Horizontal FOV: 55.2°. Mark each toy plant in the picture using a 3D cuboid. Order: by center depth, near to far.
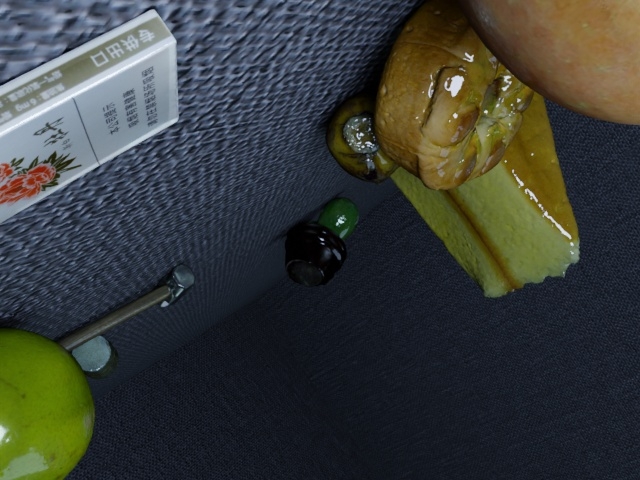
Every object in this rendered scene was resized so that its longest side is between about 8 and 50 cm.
[{"bbox_3d":[0.000,0.000,1.677,0.218,0.175,0.235,-29,-150,47],"label":"toy plant"}]

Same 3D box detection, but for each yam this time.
[{"bbox_3d":[-0.423,0.220,1.152,0.078,0.078,0.179,-34,174,-20],"label":"yam"}]

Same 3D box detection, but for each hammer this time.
[{"bbox_3d":[-0.372,0.145,1.008,0.365,0.043,0.111,-30,175,-39],"label":"hammer"}]

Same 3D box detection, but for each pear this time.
[{"bbox_3d":[-0.330,0.182,0.648,0.187,0.187,0.219,-36,170,4],"label":"pear"}]

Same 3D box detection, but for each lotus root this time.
[{"bbox_3d":[0.071,-0.139,0.820,0.120,0.120,0.209,-36,172,13],"label":"lotus root"}]

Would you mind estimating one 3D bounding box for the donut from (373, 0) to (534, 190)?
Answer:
[{"bbox_3d":[0.156,-0.168,0.680,0.226,0.113,0.227,-40,147,-32],"label":"donut"}]

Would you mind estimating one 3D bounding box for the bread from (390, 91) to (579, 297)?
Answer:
[{"bbox_3d":[0.264,-0.118,0.923,0.245,0.362,0.233,-31,174,-29],"label":"bread"}]

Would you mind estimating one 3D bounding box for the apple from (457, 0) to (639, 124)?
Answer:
[{"bbox_3d":[0.195,-0.189,0.370,0.253,0.254,0.253,-35,176,-3],"label":"apple"}]

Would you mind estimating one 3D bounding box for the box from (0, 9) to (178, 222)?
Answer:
[{"bbox_3d":[-0.171,-0.052,0.353,0.198,0.029,0.109,-35,176,-17],"label":"box"}]
